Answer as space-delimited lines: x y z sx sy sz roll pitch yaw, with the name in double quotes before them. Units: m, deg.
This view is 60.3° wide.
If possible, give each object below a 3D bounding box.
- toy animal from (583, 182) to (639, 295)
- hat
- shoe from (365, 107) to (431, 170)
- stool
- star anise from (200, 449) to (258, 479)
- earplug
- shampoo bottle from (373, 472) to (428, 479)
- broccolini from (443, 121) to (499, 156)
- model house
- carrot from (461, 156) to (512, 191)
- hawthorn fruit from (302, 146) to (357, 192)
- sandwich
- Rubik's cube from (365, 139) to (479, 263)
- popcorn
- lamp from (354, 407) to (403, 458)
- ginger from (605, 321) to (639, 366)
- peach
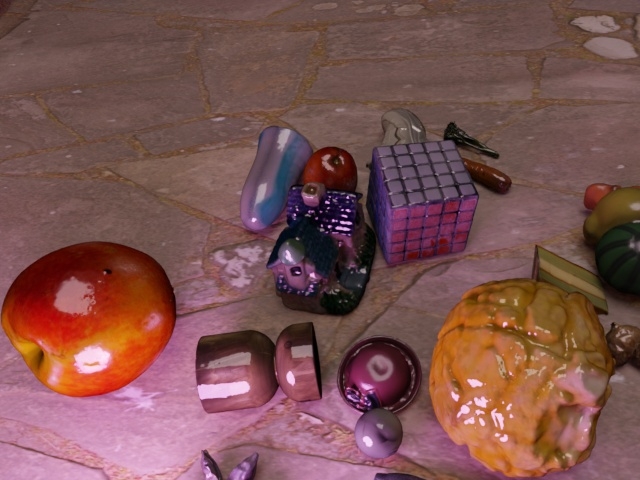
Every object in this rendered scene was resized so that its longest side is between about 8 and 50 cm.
"toy animal" 0.790 -0.023 1.389 0.216 0.191 0.338 5 51 12
"hat" 0.135 0.303 1.276 0.205 0.089 0.205 -4 50 5
"shoe" 0.234 -0.281 1.727 0.210 0.132 0.342 -18 53 -11
"stool" -0.137 0.292 1.267 0.264 0.179 0.179 -7 49 2
"star anise" -0.197 0.534 1.126 0.236 0.093 0.229 18 55 24
"earplug" -0.158 -0.170 1.676 0.185 0.185 0.324 11 58 17
"shampoo bottle" 0.217 0.527 1.099 0.233 0.049 0.087 15 57 19
"broccolini" 0.485 -0.311 1.786 0.201 0.058 0.074 38 78 15
"model house" -0.002 -0.001 1.436 0.243 0.284 0.298 6 51 19
"carrot" 0.474 -0.214 1.689 0.248 0.059 0.059 32 61 33
"hawthorn fruit" 0.034 -0.200 1.661 0.173 0.173 0.173 -4 50 5
"sandwich" 0.616 0.097 1.347 0.187 0.144 0.117 2 53 10
"Rubik's cube" 0.267 -0.108 1.499 0.238 0.237 0.237 -7 49 -6
"popcorn" 0.391 0.262 1.107 0.354 0.344 0.390 -22 56 -18
"lamp" 0.125 0.412 1.176 0.105 0.105 0.105 -4 50 5
"ginger" 0.747 0.257 1.235 0.204 0.080 0.104 18 79 24
"peach" -0.532 0.174 1.319 0.388 0.388 0.388 -4 50 5
